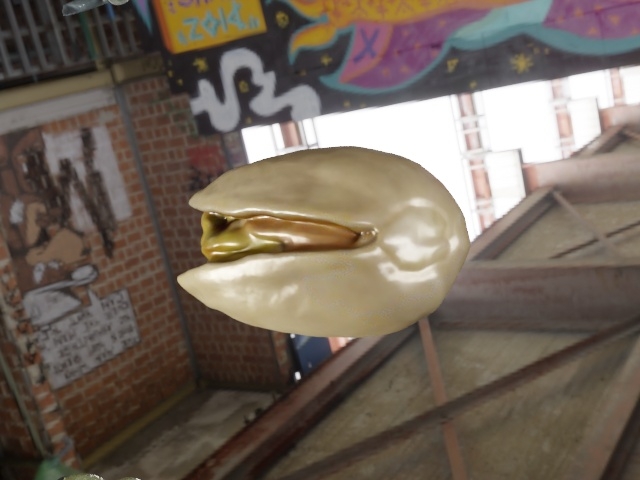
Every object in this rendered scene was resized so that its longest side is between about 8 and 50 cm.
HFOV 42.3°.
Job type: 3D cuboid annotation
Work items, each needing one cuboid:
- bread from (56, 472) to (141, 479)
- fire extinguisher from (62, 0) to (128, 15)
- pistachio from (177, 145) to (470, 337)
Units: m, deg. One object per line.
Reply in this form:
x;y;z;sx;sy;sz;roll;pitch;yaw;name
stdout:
-0.280;0.382;0.991;0.056;0.208;0.286;-6;-175;31;bread
-0.191;-0.303;0.748;0.104;0.105;0.269;-19;163;-22;fire extinguisher
0.000;0.000;0.830;0.299;0.188;0.187;2;-160;30;pistachio
